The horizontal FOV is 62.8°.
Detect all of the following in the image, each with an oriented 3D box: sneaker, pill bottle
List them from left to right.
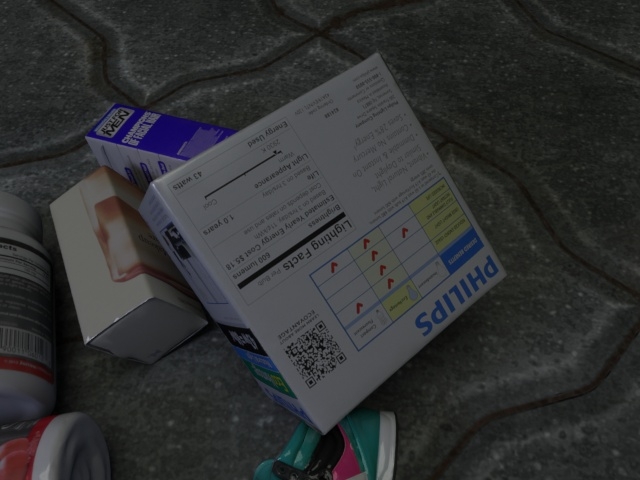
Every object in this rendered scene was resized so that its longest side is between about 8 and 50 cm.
[{"bbox_3d":[-0.453,0.332,0.660,0.319,0.176,0.176,-10,54,-3],"label":"pill bottle"},{"bbox_3d":[-0.525,0.107,0.808,0.210,0.210,0.362,-16,54,-8],"label":"pill bottle"},{"bbox_3d":[-0.002,0.342,0.659,0.179,0.123,0.295,9,47,4],"label":"sneaker"}]

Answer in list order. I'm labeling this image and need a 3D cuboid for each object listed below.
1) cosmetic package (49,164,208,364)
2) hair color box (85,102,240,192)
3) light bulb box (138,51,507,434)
[{"bbox_3d":[-0.320,0.036,0.867,0.129,0.153,0.296,-35,59,5],"label":"cosmetic package"},{"bbox_3d":[-0.237,-0.125,0.976,0.339,0.185,0.110,14,56,12],"label":"hair color box"},{"bbox_3d":[0.000,0.000,0.749,0.358,0.225,0.360,-35,99,-21],"label":"light bulb box"}]
